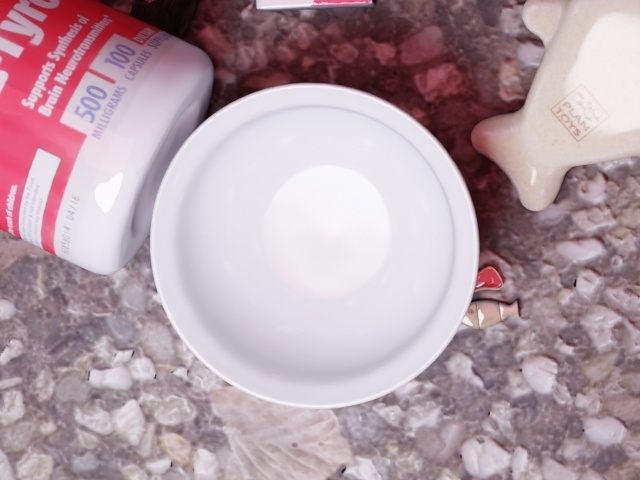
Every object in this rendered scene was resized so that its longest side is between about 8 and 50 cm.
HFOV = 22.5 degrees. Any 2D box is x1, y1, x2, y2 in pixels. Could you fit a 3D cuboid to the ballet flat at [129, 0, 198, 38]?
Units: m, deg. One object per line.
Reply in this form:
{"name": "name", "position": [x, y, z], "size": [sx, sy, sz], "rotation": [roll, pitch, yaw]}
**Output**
{"name": "ballet flat", "position": [-0.141, -0.247, 1.540], "size": [0.057, 0.049, 0.173], "rotation": [20, 105, -23]}

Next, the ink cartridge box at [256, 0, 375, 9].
{"name": "ink cartridge box", "position": [-0.006, -0.292, 1.500], "size": [0.109, 0.063, 0.150], "rotation": [-1, 96, 8]}

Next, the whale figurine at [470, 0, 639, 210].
{"name": "whale figurine", "position": [0.266, -0.144, 1.466], "size": [0.216, 0.141, 0.272], "rotation": [48, 124, 0]}

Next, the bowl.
{"name": "bowl", "position": [0.000, 0.000, 1.497], "size": [0.298, 0.134, 0.298], "rotation": [1, 96, 7]}

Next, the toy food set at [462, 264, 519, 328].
{"name": "toy food set", "position": [0.124, 0.055, 1.545], "size": [0.122, 0.019, 0.078], "rotation": [-16, 94, 9]}

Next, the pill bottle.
{"name": "pill bottle", "position": [-0.323, -0.150, 1.472], "size": [0.408, 0.229, 0.229], "rotation": [25, 99, 3]}
